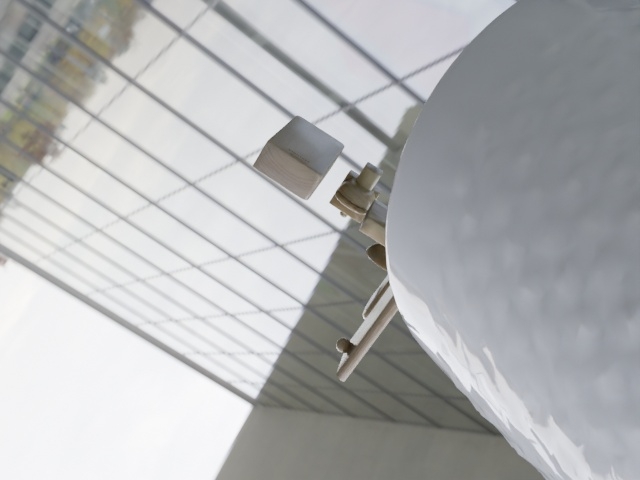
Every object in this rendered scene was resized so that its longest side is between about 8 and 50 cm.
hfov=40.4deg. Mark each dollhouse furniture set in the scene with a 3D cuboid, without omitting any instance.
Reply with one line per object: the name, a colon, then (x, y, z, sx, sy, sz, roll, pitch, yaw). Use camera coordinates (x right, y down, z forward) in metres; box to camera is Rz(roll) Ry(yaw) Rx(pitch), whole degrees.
dollhouse furniture set: (0.000, 0.000, 0.717, 0.123, 0.151, 0.144, -57, -179, 21)

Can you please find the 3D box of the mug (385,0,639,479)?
mug: (0.269, 0.036, 0.420, 0.328, 0.374, 0.276, -134, -133, -55)
